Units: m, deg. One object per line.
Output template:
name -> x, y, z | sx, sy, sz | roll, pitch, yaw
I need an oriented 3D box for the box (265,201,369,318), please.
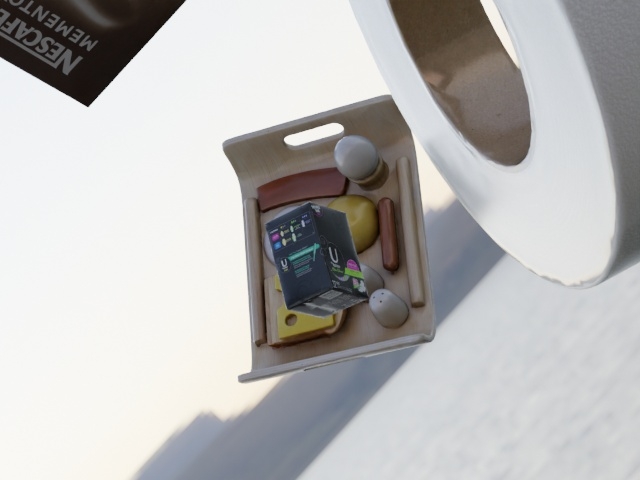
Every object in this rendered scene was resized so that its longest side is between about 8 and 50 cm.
box -> -0.003, 0.017, 1.682 | 0.052, 0.083, 0.062 | -26, -23, 27

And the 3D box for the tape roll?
tape roll -> 0.115, -0.153, 1.288 | 0.072, 0.392, 0.392 | -27, -8, -12

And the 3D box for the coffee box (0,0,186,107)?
coffee box -> -0.129, -0.223, 1.232 | 0.246, 0.141, 0.098 | -46, 42, 17

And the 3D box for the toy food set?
toy food set -> 0.000, 0.000, 2.147 | 0.219, 0.306, 0.092 | -15, -30, 19
